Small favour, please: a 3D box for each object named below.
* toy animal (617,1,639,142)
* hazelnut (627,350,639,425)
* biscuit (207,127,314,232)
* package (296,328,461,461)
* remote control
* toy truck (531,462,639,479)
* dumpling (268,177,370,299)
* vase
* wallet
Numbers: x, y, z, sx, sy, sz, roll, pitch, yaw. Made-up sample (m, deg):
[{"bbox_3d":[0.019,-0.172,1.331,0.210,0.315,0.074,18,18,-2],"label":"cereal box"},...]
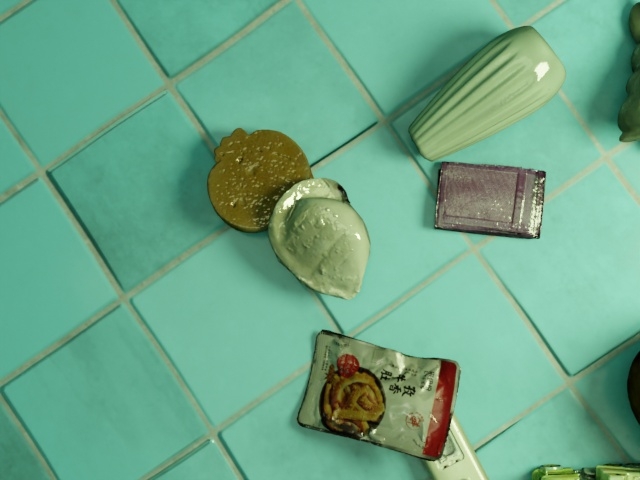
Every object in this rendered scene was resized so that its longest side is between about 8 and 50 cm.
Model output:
[{"bbox_3d":[0.519,-0.250,1.591,0.108,0.138,0.236,23,71,-24],"label":"toy animal"},{"bbox_3d":[0.552,0.217,1.519,0.218,0.218,0.233,0,104,4],"label":"hazelnut"},{"bbox_3d":[-0.101,-0.097,1.655,0.170,0.050,0.170,-1,75,3],"label":"biscuit"},{"bbox_3d":[0.087,0.232,1.594,0.239,0.030,0.154,11,83,21],"label":"package"},{"bbox_3d":[0.190,0.319,1.600,0.078,0.042,0.221,-27,83,0],"label":"remote control"},{"bbox_3d":[0.411,0.373,1.542,0.191,0.116,0.085,-1,84,4],"label":"toy truck"},{"bbox_3d":[0.000,-0.001,1.609,0.150,0.092,0.176,-11,114,8],"label":"dumpling"},{"bbox_3d":[0.246,-0.215,1.604,0.248,0.128,0.128,-36,84,10],"label":"vase"},{"bbox_3d":[0.262,-0.063,1.632,0.166,0.030,0.111,5,87,5],"label":"wallet"}]
